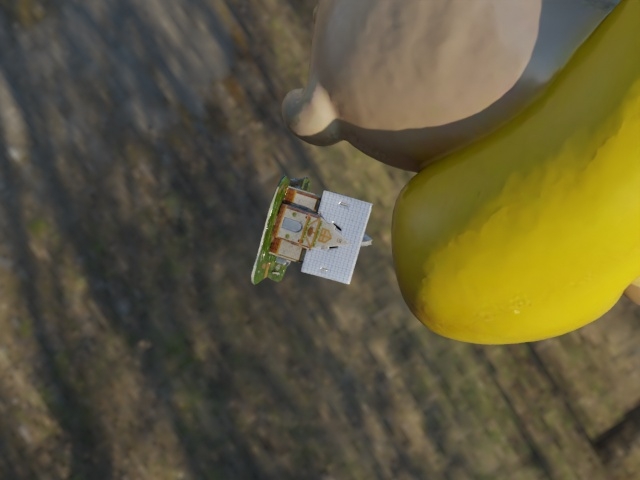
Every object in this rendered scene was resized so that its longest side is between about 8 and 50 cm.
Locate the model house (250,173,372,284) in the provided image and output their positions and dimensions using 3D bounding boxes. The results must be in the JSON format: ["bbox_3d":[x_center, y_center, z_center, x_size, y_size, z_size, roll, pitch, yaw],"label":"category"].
[{"bbox_3d":[0.000,0.000,1.555,0.088,0.117,0.167,17,1,9],"label":"model house"}]

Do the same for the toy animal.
[{"bbox_3d":[0.154,-0.061,1.035,0.345,0.277,0.247,23,3,31],"label":"toy animal"}]
